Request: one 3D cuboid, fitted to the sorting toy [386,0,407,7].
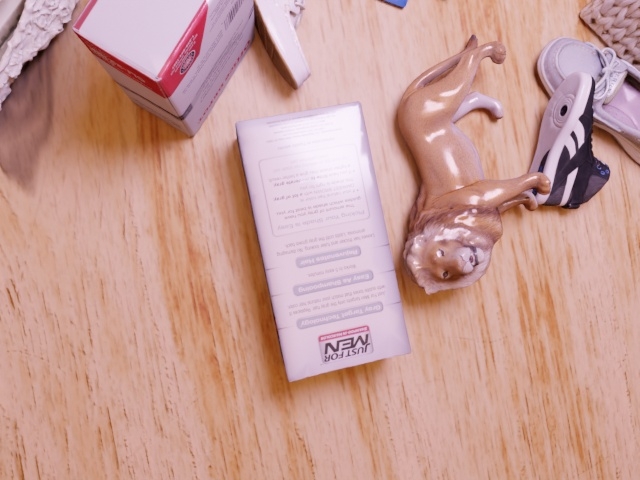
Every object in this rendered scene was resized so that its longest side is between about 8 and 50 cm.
[{"bbox_3d":[0.164,-0.551,0.849,0.196,0.047,0.347,4,111,-2],"label":"sorting toy"}]

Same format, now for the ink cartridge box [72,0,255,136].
[{"bbox_3d":[-0.183,-0.273,0.717,0.114,0.273,0.197,31,85,-3],"label":"ink cartridge box"}]

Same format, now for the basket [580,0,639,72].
[{"bbox_3d":[0.651,-0.419,0.811,0.266,0.331,0.328,41,84,-4],"label":"basket"}]

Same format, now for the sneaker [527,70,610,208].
[{"bbox_3d":[0.423,-0.157,0.884,0.121,0.079,0.216,7,114,-12],"label":"sneaker"}]

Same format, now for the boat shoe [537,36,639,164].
[{"bbox_3d":[0.507,-0.230,0.899,0.320,0.103,0.118,39,84,-6],"label":"boat shoe"}]

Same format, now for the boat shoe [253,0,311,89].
[{"bbox_3d":[-0.063,-0.370,0.821,0.096,0.098,0.277,-23,91,-7],"label":"boat shoe"}]

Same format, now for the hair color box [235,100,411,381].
[{"bbox_3d":[0.000,0.000,0.818,0.185,0.113,0.374,-12,90,-8],"label":"hair color box"}]

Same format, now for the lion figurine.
[{"bbox_3d":[0.205,-0.125,0.855,0.240,0.142,0.392,-16,77,-1],"label":"lion figurine"}]

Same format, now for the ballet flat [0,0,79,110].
[{"bbox_3d":[-0.496,-0.251,0.741,0.147,0.147,0.409,34,86,-6],"label":"ballet flat"}]
